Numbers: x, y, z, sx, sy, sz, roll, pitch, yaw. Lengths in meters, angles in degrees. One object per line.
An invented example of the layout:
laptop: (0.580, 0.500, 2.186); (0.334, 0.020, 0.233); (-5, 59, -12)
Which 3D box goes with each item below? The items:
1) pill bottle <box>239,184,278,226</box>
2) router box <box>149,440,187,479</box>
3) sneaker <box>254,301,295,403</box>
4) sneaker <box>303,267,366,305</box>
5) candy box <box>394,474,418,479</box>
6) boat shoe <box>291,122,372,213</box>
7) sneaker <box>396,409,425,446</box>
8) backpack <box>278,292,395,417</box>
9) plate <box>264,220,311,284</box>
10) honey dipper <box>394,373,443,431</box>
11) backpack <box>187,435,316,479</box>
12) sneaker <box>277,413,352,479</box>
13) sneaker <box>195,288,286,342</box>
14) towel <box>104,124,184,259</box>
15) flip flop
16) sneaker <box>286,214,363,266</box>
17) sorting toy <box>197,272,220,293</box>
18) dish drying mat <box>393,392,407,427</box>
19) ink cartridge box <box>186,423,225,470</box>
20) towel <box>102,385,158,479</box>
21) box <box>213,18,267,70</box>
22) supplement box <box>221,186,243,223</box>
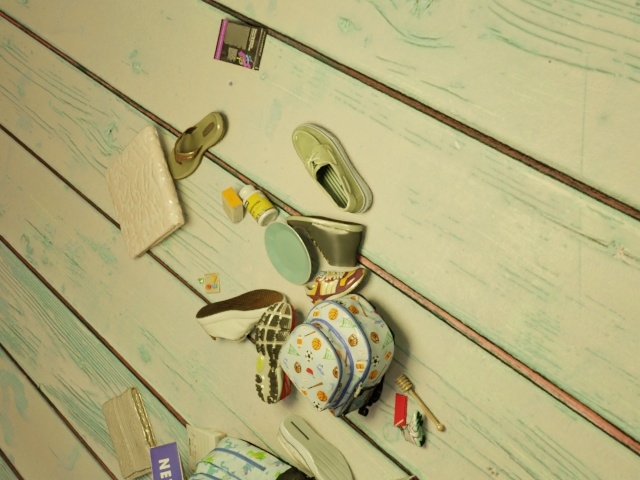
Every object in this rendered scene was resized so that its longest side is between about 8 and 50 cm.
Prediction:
pill bottle: (-0.175, -0.100, 1.812); (0.116, 0.065, 0.065); (49, 117, 23)
router box: (-0.402, 0.794, 1.837); (0.335, 0.082, 0.301); (-114, 18, -44)
sneaker: (-0.109, 0.297, 1.753); (0.107, 0.118, 0.279); (12, 98, 32)
sneaker: (0.033, 0.106, 1.667); (0.185, 0.069, 0.084); (-37, 91, 29)
candy box: (0.159, 0.695, 1.619); (0.233, 0.071, 0.159); (-29, 77, 32)
boat shoe: (0.016, -0.191, 1.658); (0.302, 0.094, 0.109); (50, 117, 22)
sneaker: (0.215, 0.452, 1.582); (0.069, 0.038, 0.098); (6, 109, 39)
backpack: (0.043, 0.267, 1.586); (0.276, 0.213, 0.263); (44, 118, 25)
plate: (-0.084, 0.031, 1.749); (0.188, 0.024, 0.188); (29, 132, 37)
honey dipper: (0.241, 0.396, 1.576); (0.161, 0.030, 0.030); (50, 117, 17)
backpack: (-0.189, 0.680, 1.755); (0.355, 0.273, 0.290); (30, 146, 45)
sneaker: (-0.015, 0.579, 1.735); (0.258, 0.094, 0.091); (45, 140, 24)
sneaker: (-0.207, 0.220, 1.850); (0.290, 0.106, 0.123); (-13, 118, 27)
towel: (-0.558, -0.143, 2.051); (0.317, 0.053, 0.332); (-32, 74, 42)
flip flop: (-0.385, -0.284, 1.932); (0.277, 0.080, 0.112); (-35, 73, 36)
sneaker: (0.000, 0.000, 1.686); (0.222, 0.083, 0.118); (12, 100, 32)
sorting toy: (-0.340, 0.130, 1.967); (0.083, 0.012, 0.062); (-8, 88, 34)
dish drying mat: (0.198, 0.424, 1.616); (0.032, 0.008, 0.083); (6, 96, 35)
ink cartridge box: (-0.350, 0.647, 1.996); (0.179, 0.045, 0.145); (0, 93, 53)
towel: (-0.637, 0.649, 2.175); (0.187, 0.049, 0.282); (-32, 75, 31)
box: (-0.229, -0.556, 1.848); (0.162, 0.029, 0.116); (24, 107, 32)
supplement box: (-0.250, -0.099, 1.847); (0.062, 0.036, 0.098); (55, 161, 19)
